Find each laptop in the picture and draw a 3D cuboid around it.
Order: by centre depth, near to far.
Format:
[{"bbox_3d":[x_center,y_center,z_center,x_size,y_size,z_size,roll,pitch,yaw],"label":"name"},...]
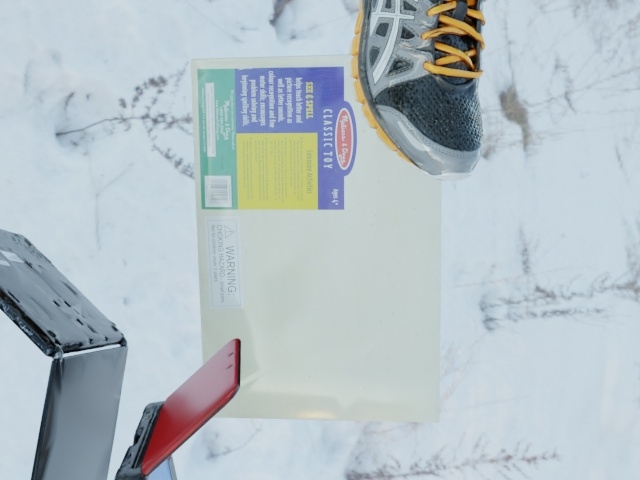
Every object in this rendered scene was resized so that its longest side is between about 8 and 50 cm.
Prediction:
[{"bbox_3d":[-0.274,0.116,0.639,0.264,0.234,0.136,44,84,2],"label":"laptop"}]

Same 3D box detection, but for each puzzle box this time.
[{"bbox_3d":[0.000,0.000,0.783,0.052,0.272,0.409,-51,142,-80],"label":"puzzle box"}]

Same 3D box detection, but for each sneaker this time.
[{"bbox_3d":[0.068,-0.143,0.435,0.084,0.083,0.215,-3,79,-33],"label":"sneaker"}]

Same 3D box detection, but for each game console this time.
[{"bbox_3d":[-0.085,0.148,0.482,0.085,0.144,0.124,-11,96,-5],"label":"game console"}]
